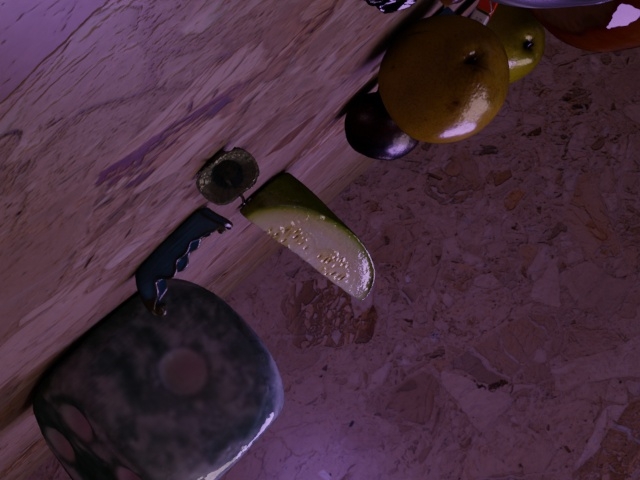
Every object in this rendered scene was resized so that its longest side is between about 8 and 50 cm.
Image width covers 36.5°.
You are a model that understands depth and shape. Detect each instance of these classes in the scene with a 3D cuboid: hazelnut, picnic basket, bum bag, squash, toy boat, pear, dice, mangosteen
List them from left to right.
[{"bbox_3d":[-0.292,0.297,1.750,0.330,0.328,0.348,-41,177,-38],"label":"dice"},{"bbox_3d":[-0.209,0.033,1.473,0.185,0.077,0.075,-44,179,8],"label":"toy boat"},{"bbox_3d":[-0.118,-0.080,1.216,0.083,0.065,0.083,-34,-158,12],"label":"picnic basket"},{"bbox_3d":[0.000,0.000,1.846,0.111,0.288,0.203,-42,179,15],"label":"squash"},{"bbox_3d":[0.118,-0.222,1.796,0.152,0.152,0.152,-43,178,-2],"label":"mangosteen"},{"bbox_3d":[0.087,-0.284,1.074,0.087,0.049,0.198,-39,180,15],"label":"bum bag"},{"bbox_3d":[0.201,-0.255,1.531,0.209,0.209,0.209,-43,178,-2],"label":"pear"},{"bbox_3d":[0.394,-0.434,2.129,0.198,0.198,0.198,-43,178,-2],"label":"pear"},{"bbox_3d":[0.590,-0.516,1.866,0.366,0.366,0.366,-43,178,-2],"label":"hazelnut"}]

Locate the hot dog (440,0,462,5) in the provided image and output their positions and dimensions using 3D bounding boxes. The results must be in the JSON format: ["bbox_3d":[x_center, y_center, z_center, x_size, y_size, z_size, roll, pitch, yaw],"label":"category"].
[{"bbox_3d":[0.223,-0.389,1.377,0.140,0.060,0.090,-47,-178,12],"label":"hot dog"}]

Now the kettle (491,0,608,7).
[{"bbox_3d":[0.168,-0.303,0.851,0.271,0.251,0.207,-27,135,-46],"label":"kettle"}]

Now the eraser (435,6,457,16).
[{"bbox_3d":[0.192,-0.348,1.813,0.144,0.042,0.312,-44,178,5],"label":"eraser"}]

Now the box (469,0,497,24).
[{"bbox_3d":[0.289,-0.394,1.906,0.245,0.035,0.139,-60,177,6],"label":"box"}]
